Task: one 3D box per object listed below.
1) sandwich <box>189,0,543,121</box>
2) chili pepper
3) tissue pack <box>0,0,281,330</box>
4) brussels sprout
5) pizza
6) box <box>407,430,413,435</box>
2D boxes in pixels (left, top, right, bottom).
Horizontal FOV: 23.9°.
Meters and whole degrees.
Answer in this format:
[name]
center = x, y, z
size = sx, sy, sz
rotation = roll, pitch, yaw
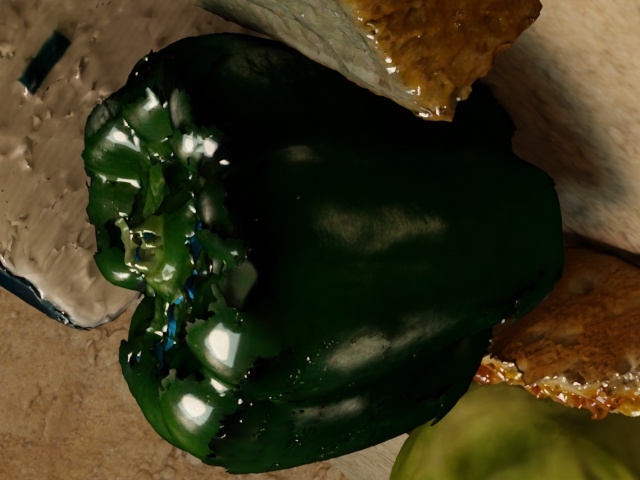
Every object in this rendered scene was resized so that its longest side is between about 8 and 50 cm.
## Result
[sandwich]
center = -0.063, -0.211, 0.717
size = 0.271, 0.099, 0.301
rotation = 25, 162, 45
[chili pepper]
center = 0.000, 0.000, 0.889
size = 0.233, 0.256, 0.249
rotation = -28, 74, 56
[tissue pack]
center = -0.256, -0.135, 1.107
size = 0.253, 0.264, 0.416
rotation = 39, 169, -35
[brussels sprout]
center = 0.198, 0.191, 1.090
size = 0.294, 0.227, 0.259
rotation = -4, 142, 31
[pizza]
center = 0.156, 0.058, 0.989
size = 0.246, 0.127, 0.058
rotation = 2, 136, 47
[box]
center = 0.047, 0.063, 1.334
size = 0.263, 0.108, 0.404
rotation = 25, 162, 46
